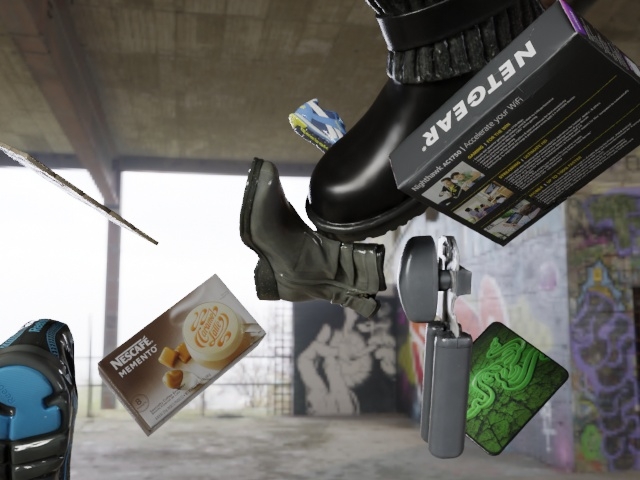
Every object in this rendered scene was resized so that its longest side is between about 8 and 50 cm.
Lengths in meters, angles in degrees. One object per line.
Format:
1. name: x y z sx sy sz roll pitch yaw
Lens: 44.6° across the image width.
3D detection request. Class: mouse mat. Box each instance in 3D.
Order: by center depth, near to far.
1. mouse mat: 0.275 0.227 1.226 0.152 0.190 0.007 37 -22 31

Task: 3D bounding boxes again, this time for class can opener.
1. can opener: 0.134 0.130 0.961 0.095 0.283 0.076 0 13 -8

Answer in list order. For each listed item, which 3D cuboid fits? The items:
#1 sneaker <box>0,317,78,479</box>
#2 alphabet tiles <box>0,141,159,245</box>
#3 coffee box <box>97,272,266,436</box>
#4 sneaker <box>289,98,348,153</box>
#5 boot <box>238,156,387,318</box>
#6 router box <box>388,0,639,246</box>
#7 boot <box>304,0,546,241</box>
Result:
1. sneaker: -0.292 0.238 0.759 0.125 0.341 0.139 16 18 -12
2. alphabet tiles: -0.334 -0.070 1.029 0.198 0.009 0.237 38 -10 -36
3. coffee box: -0.232 0.190 1.310 0.246 0.141 0.098 -38 -7 -25
4. sneaker: 0.022 -0.164 1.201 0.144 0.059 0.053 40 -20 2
5. boot: 0.000 0.000 0.900 0.161 0.083 0.246 7 -35 10
6. router box: 0.163 -0.082 0.611 0.133 0.046 0.179 25 -52 -33
7. boot: 0.079 -0.180 0.794 0.348 0.131 0.260 -40 -46 2
